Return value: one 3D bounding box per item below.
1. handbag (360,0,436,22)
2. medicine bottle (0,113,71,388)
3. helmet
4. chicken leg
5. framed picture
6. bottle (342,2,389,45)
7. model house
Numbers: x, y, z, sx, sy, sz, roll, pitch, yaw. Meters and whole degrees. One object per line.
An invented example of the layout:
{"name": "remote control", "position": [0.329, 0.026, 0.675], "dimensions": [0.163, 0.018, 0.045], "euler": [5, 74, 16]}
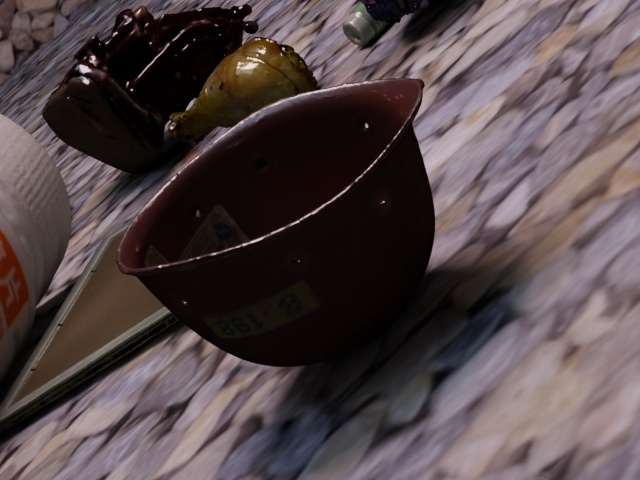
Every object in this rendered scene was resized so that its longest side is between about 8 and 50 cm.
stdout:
{"name": "handbag", "position": [0.057, -0.283, 1.323], "dimensions": [0.127, 0.208, 0.228], "euler": [-3, 44, 42]}
{"name": "medicine bottle", "position": [-0.321, 0.055, 1.258], "dimensions": [0.211, 0.211, 0.371], "euler": [-33, 17, 24]}
{"name": "helmet", "position": [0.000, 0.000, 0.851], "dimensions": [0.175, 0.106, 0.155], "euler": [-28, 22, 23]}
{"name": "chicken leg", "position": [-0.062, -0.111, 1.393], "dimensions": [0.093, 0.070, 0.178], "euler": [-11, -8, -38]}
{"name": "framed picture", "position": [-0.118, 0.018, 1.247], "dimensions": [0.217, 0.017, 0.274], "euler": [-32, 18, 28]}
{"name": "bottle", "position": [0.052, -0.191, 1.399], "dimensions": [0.083, 0.030, 0.030], "euler": [-47, 17, -20]}
{"name": "model house", "position": [-0.153, -0.152, 1.577], "dimensions": [0.164, 0.141, 0.203], "euler": [-57, 17, -18]}
